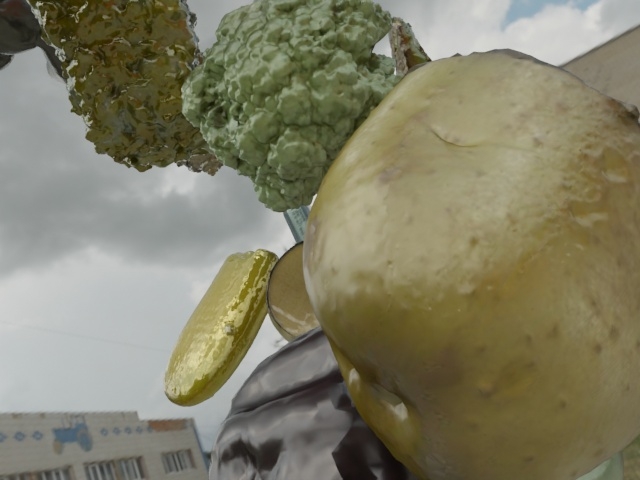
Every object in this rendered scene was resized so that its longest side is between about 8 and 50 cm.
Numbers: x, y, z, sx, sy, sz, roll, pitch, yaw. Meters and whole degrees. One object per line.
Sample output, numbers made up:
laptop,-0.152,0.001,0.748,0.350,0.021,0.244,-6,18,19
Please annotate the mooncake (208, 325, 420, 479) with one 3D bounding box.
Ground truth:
mooncake,0.064,0.245,0.574,0.212,0.351,0.381,-29,20,24

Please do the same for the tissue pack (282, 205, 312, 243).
tissue pack,0.000,0.000,1.785,0.081,0.257,0.185,-42,-64,7

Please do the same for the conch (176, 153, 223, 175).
conch,-0.290,-0.243,1.502,0.178,0.245,0.163,-8,-25,-19

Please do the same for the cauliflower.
cauliflower,-0.007,-0.157,0.806,0.326,0.261,0.281,15,-8,30

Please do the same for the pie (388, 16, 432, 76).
pie,0.246,-0.403,1.664,0.102,0.288,0.355,-16,-58,5

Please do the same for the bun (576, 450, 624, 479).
bun,0.343,0.356,1.092,0.293,0.293,0.187,-17,-48,-19

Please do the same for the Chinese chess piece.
Chinese chess piece,0.005,0.116,1.388,0.249,0.250,0.103,-25,-27,4

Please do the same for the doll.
doll,-0.776,-0.481,1.621,0.382,0.252,0.378,1,-36,48

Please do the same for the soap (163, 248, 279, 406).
soap,-0.251,0.222,1.639,0.115,0.427,0.306,41,-21,-32

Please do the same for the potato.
potato,0.100,0.037,0.414,0.242,0.286,0.242,-27,13,7

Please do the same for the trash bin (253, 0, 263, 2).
trash bin,-0.081,-0.551,1.395,0.116,0.059,0.130,-49,17,-14

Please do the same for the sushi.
sushi,-0.294,-0.286,1.090,0.240,0.352,0.396,-19,5,-3
